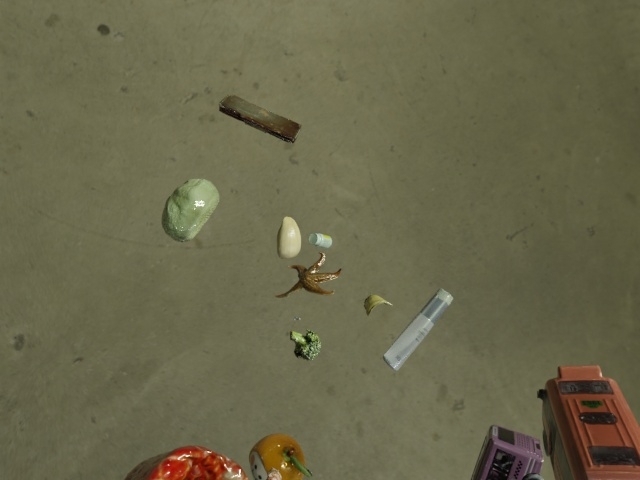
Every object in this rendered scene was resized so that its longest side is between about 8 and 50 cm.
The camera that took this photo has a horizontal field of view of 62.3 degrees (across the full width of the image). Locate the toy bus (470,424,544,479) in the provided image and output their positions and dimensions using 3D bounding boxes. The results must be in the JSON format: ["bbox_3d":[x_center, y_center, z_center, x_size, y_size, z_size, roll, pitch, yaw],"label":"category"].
[{"bbox_3d":[0.265,0.374,0.784,0.098,0.087,0.179,18,97,16],"label":"toy bus"}]

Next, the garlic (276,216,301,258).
[{"bbox_3d":[-0.059,0.004,0.919,0.041,0.083,0.053,-7,53,-23],"label":"garlic"}]

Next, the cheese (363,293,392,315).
[{"bbox_3d":[0.170,0.186,1.575,0.083,0.060,0.042,-15,106,2],"label":"cheese"}]

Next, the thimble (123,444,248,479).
[{"bbox_3d":[-0.349,0.707,1.320,0.350,0.230,0.351,28,46,-34],"label":"thimble"}]

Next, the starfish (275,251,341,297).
[{"bbox_3d":[-0.044,0.133,1.760,0.237,0.213,0.057,-28,129,-6],"label":"starfish"}]

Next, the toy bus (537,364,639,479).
[{"bbox_3d":[0.644,0.495,1.236,0.427,0.202,0.233,-59,142,-66],"label":"toy bus"}]

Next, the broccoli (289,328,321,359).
[{"bbox_3d":[-0.041,0.259,1.312,0.091,0.095,0.097,26,44,-13],"label":"broccoli"}]

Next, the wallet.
[{"bbox_3d":[-0.170,-0.343,1.494,0.232,0.031,0.122,24,33,-5],"label":"wallet"}]

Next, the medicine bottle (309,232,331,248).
[{"bbox_3d":[0.000,0.000,1.882,0.083,0.047,0.047,16,69,-52],"label":"medicine bottle"}]

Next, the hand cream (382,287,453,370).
[{"bbox_3d":[0.267,0.242,1.441,0.255,0.048,0.079,-48,119,-8],"label":"hand cream"}]

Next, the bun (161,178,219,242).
[{"bbox_3d":[-0.371,-0.088,1.474,0.118,0.195,0.196,35,64,-8],"label":"bun"}]

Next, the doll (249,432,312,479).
[{"bbox_3d":[-0.137,0.792,1.904,0.213,0.236,0.214,23,43,-23],"label":"doll"}]

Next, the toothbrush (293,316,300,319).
[{"bbox_3d":[-0.089,0.295,1.998,0.011,0.131,0.013,36,77,-4],"label":"toothbrush"}]

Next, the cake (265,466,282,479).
[{"bbox_3d":[-0.134,0.742,1.493,0.135,0.288,0.098,29,47,24],"label":"cake"}]
